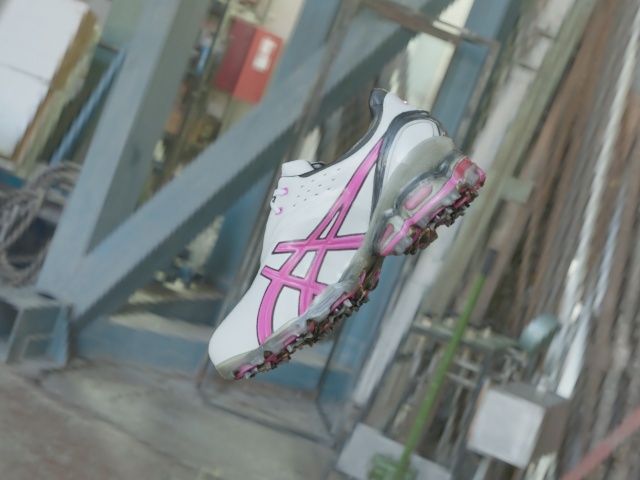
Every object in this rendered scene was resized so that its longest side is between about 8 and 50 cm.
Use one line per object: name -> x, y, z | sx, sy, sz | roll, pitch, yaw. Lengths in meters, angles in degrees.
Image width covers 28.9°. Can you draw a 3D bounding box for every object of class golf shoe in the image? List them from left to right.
golf shoe -> 0.000, 0.000, 0.687 | 0.086, 0.186, 0.067 | 48, 13, 10
